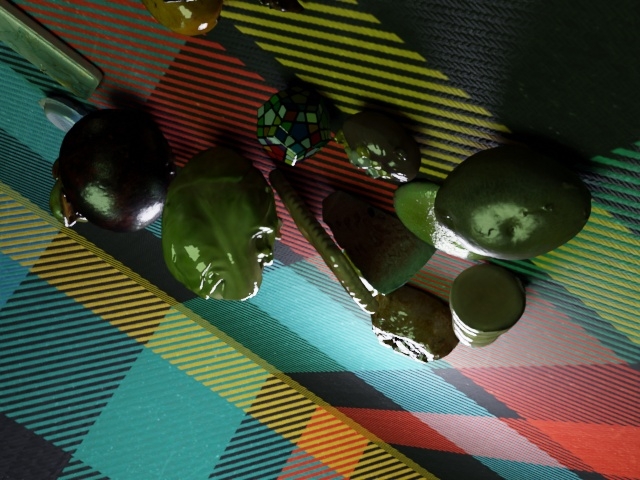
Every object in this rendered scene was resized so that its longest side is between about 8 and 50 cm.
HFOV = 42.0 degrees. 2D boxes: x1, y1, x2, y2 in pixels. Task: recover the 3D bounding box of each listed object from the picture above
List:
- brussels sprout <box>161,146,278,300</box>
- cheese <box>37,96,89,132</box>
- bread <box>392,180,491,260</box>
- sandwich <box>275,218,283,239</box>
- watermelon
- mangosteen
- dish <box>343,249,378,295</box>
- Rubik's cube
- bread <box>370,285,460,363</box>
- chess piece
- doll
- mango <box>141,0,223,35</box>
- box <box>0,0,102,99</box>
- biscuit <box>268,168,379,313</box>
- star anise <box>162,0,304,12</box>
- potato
[{"bbox_3d":[-0.203,-0.036,1.731,0.247,0.328,0.328,2,151,13],"label":"brussels sprout"},{"bbox_3d":[-0.591,-0.294,2.032,0.245,0.052,0.135,20,160,26],"label":"cheese"},{"bbox_3d":[0.231,-0.030,1.519,0.228,0.033,0.228,25,159,11],"label":"bread"},{"bbox_3d":[-0.218,-0.066,2.022,0.245,0.063,0.212,6,150,51],"label":"sandwich"},{"bbox_3d":[0.093,-0.006,1.659,0.241,0.154,0.094,44,161,7],"label":"watermelon"},{"bbox_3d":[-0.459,-0.149,1.846,0.288,0.288,0.288,27,159,11],"label":"mangosteen"},{"bbox_3d":[0.105,0.068,1.858,0.149,0.080,0.207,24,160,18],"label":"dish"},{"bbox_3d":[-0.044,-0.194,1.411,0.133,0.133,0.112,38,-175,-18],"label":"Rubik's cube"},{"bbox_3d":[0.217,0.203,1.954,0.230,0.123,0.230,27,157,13],"label":"bread"},{"bbox_3d":[0.325,0.152,1.682,0.143,0.142,0.261,26,163,14],"label":"chess piece"},{"bbox_3d":[0.092,-0.145,1.370,0.145,0.096,0.188,40,169,-4],"label":"doll"},{"bbox_3d":[-0.218,-0.368,1.285,0.165,0.089,0.115,12,151,48],"label":"mango"},{"bbox_3d":[-0.601,-0.413,1.786,0.285,0.044,0.142,37,155,-16],"label":"box"},{"bbox_3d":[0.000,0.000,1.693,0.217,0.044,0.325,52,-179,-45],"label":"biscuit"},{"bbox_3d":[-0.114,-0.344,1.129,0.141,0.144,0.158,16,155,16],"label":"star anise"},{"bbox_3d":[0.282,-0.053,1.233,0.235,0.160,0.178,4,168,33],"label":"potato"}]
